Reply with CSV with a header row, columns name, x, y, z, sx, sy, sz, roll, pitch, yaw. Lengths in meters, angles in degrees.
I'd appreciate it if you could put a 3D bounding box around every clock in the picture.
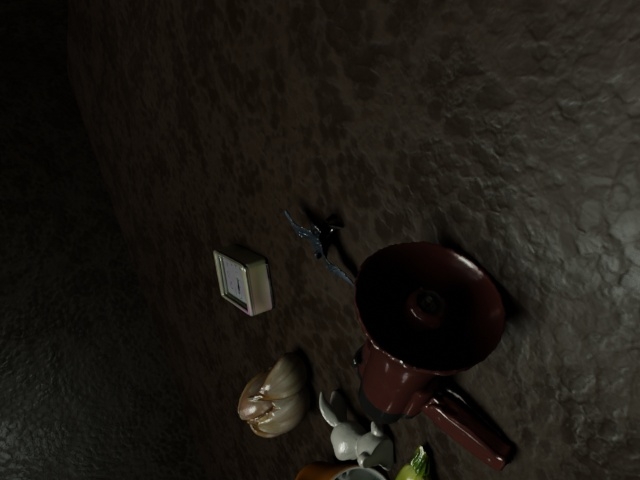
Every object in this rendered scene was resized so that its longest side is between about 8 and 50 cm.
name,x,y,z,sx,sy,sz,roll,pitch,yaw
clock,-0.206,0.103,1.261,0.192,0.071,0.147,20,121,51

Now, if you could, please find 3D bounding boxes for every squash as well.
name,x,y,z,sx,sy,sz,roll,pitch,yaw
squash,0.163,0.458,0.868,0.090,0.075,0.200,-111,21,-61

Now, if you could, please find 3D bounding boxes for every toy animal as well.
name,x,y,z,sx,sy,sz,roll,pitch,yaw
toy animal,0.000,0.000,0.902,0.220,0.062,0.108,49,141,23
toy animal,0.071,0.400,0.990,0.181,0.131,0.127,9,80,48

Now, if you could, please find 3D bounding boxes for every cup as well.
name,x,y,z,sx,sy,sz,roll,pitch,yaw
cup,0.018,0.568,1.029,0.264,0.226,0.183,145,136,-63

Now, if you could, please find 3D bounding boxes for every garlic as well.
name,x,y,z,sx,sy,sz,roll,pitch,yaw
garlic,-0.099,0.389,1.168,0.160,0.191,0.214,46,134,-4

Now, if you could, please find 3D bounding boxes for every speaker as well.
name,x,y,z,sx,sy,sz,roll,pitch,yaw
speaker,0.171,0.184,0.706,0.258,0.198,0.330,11,139,12
